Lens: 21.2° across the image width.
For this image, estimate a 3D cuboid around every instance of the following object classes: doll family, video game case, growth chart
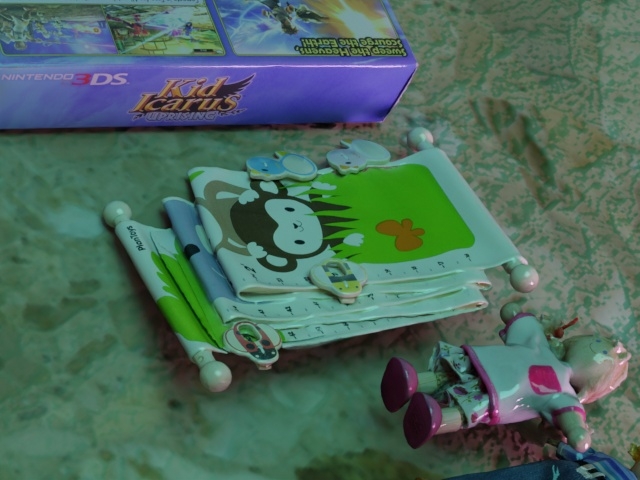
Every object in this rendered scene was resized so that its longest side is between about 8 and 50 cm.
[{"bbox_3d":[0.141,0.151,0.877,0.163,0.118,0.263,-6,39,-24],"label":"doll family"},{"bbox_3d":[-0.105,-0.177,1.033,0.270,0.061,0.244,-3,54,-29],"label":"video game case"},{"bbox_3d":[0.000,0.000,0.945,0.237,0.021,0.172,-14,45,-31],"label":"growth chart"}]
